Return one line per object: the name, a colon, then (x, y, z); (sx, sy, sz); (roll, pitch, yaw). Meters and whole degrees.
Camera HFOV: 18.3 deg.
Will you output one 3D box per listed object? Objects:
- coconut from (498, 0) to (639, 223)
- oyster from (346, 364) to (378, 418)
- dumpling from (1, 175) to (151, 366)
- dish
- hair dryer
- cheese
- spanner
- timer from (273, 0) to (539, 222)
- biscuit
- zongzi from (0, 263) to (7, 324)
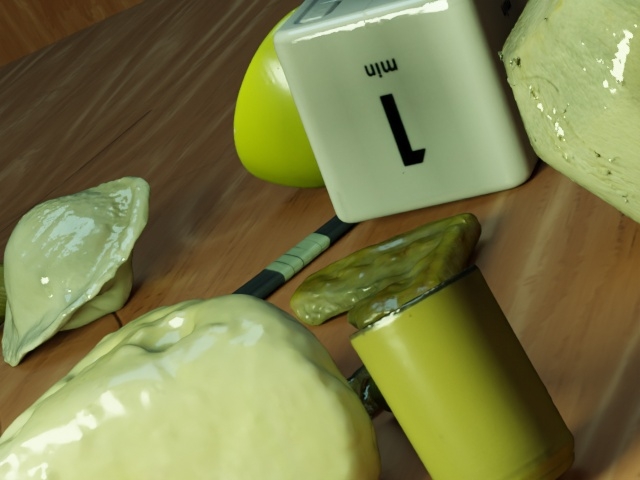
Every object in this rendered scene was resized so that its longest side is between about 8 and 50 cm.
coconut: (0.273, -0.128, 1.450); (0.245, 0.247, 0.245); (-56, 8, 12)
oyster: (0.019, 0.116, 1.458); (0.093, 0.034, 0.051); (-41, 12, -27)
dumpling: (-0.252, 0.033, 2.022); (0.216, 0.126, 0.166); (-25, 31, 0)
dish: (0.041, -0.146, 2.046); (0.262, 0.221, 0.108); (-29, 54, -34)
hair dryer: (0.078, 0.101, 1.286); (0.090, 0.135, 0.279); (-31, -1, -8)
cheese: (-0.072, 0.125, 1.336); (0.248, 0.173, 0.251); (-22, 11, 25)
spanner: (0.000, 0.000, 1.875); (0.087, 0.024, 0.316); (0, 31, 49)
timer: (0.094, -0.152, 1.836); (0.194, 0.195, 0.192); (-13, 20, 23)
biscuit: (0.046, 0.042, 1.630); (0.174, 0.039, 0.183); (-22, 16, 17)
zongzi: (-0.411, 0.105, 2.110); (0.256, 0.115, 0.228); (-12, 23, 15)
